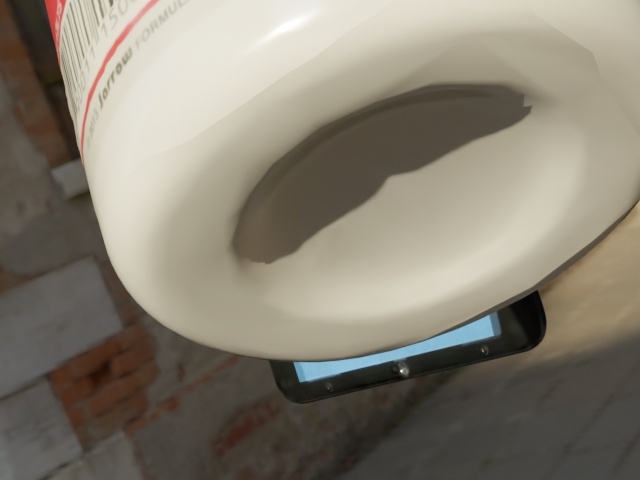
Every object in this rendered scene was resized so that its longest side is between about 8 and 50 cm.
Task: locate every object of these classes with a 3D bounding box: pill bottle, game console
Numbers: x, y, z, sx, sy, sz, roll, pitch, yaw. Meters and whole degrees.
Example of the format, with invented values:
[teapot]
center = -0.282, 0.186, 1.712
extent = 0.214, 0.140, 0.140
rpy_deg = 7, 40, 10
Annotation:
[pill bottle]
center = -0.021, -0.170, 0.648
extent = 0.229, 0.407, 0.229
rpy_deg = -13, -34, -9
[game console]
center = 0.000, 0.000, 1.178
extent = 0.293, 0.173, 0.250
rpy_deg = -19, -32, 37
